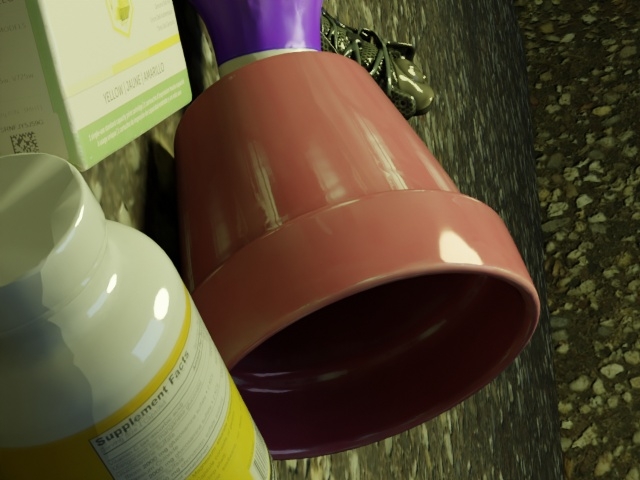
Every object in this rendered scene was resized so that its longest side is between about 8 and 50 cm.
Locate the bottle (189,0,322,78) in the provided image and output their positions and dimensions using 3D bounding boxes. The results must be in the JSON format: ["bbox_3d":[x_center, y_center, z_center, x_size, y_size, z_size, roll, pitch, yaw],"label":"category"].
[{"bbox_3d":[-0.050,-0.231,0.923,0.118,0.092,0.283,-4,83,-45],"label":"bottle"}]

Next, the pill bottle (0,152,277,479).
[{"bbox_3d":[-0.090,0.057,0.561,0.103,0.103,0.184,-86,160,-45],"label":"pill bottle"}]

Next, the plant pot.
[{"bbox_3d":[0.000,0.000,0.825,0.201,0.201,0.180,55,12,-60],"label":"plant pot"}]

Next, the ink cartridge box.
[{"bbox_3d":[-0.130,-0.158,0.661,0.171,0.056,0.235,-54,135,-71],"label":"ink cartridge box"}]

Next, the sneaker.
[{"bbox_3d":[0.006,-0.144,1.050,0.087,0.130,0.227,-85,158,-52],"label":"sneaker"}]
